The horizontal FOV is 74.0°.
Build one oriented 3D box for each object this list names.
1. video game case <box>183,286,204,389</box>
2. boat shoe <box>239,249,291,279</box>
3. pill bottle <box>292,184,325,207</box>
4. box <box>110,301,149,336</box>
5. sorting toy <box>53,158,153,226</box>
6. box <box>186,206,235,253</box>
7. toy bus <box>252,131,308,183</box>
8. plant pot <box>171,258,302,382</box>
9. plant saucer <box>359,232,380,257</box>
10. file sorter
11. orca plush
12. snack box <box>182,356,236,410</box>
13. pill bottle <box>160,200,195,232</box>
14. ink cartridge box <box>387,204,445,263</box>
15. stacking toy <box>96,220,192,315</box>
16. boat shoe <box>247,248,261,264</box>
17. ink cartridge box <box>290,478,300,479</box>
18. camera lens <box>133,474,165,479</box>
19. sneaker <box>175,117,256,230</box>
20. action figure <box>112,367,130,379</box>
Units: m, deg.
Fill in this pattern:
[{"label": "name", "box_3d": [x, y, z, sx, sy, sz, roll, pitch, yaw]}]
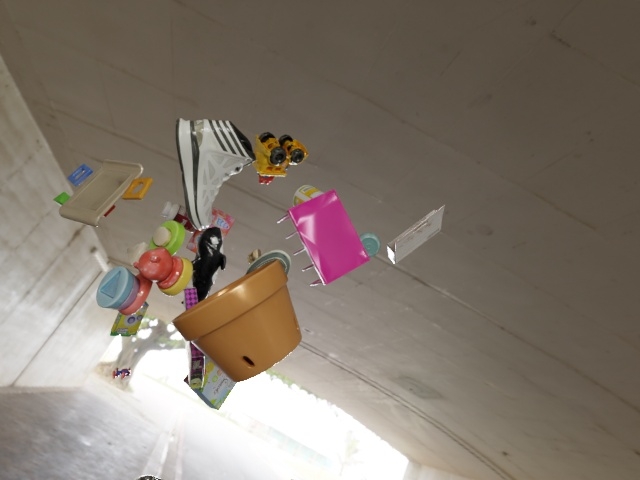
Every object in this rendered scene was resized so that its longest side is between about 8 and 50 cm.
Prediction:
[{"label": "video game case", "box_3d": [-0.383, 0.295, 1.276, 0.042, 0.232, 0.210, -3, -40, -22]}, {"label": "boat shoe", "box_3d": [-0.204, 0.159, 1.253, 0.116, 0.099, 0.319, 42, -73, -15]}, {"label": "pill bottle", "box_3d": [-0.004, -0.143, 1.855, 0.246, 0.136, 0.136, 35, -14, 46]}, {"label": "box", "box_3d": [-0.841, 0.348, 1.862, 0.043, 0.179, 0.105, 32, 8, 39]}, {"label": "sorting toy", "box_3d": [-0.559, -0.120, 1.101, 0.348, 0.196, 0.047, 12, -29, 32]}, {"label": "box", "box_3d": [-0.480, -0.033, 1.876, 0.123, 0.128, 0.257, 30, 19, -11]}, {"label": "toy bus", "box_3d": [-0.191, -0.343, 1.854, 0.149, 0.220, 0.211, 53, -47, 35]}, {"label": "plant pot", "box_3d": [-0.181, 0.203, 1.035, 0.203, 0.291, 0.291, 61, -30, -3]}, {"label": "plant saucer", "box_3d": [0.212, 0.025, 1.887, 0.119, 0.119, 0.021, 35, 6, -13]}, {"label": "file sorter", "box_3d": [0.000, 0.000, 1.574, 0.290, 0.202, 0.182, 63, -27, 0]}, {"label": "orca plush", "box_3d": [-0.405, 0.091, 1.383, 0.151, 0.287, 0.102, 40, 20, 33]}, {"label": "snack box", "box_3d": [-0.388, 0.498, 1.600, 0.070, 0.207, 0.174, -2, -52, 39]}, {"label": "pill bottle", "box_3d": [-0.591, -0.102, 1.796, 0.152, 0.086, 0.086, 30, -23, -27]}, {"label": "ink cartridge box", "box_3d": [0.450, -0.041, 2.017, 0.066, 0.296, 0.261, 50, -10, 27]}, {"label": "stacking toy", "box_3d": [-0.547, 0.060, 1.280, 0.309, 0.279, 0.130, -27, -38, 17]}, {"label": "boat shoe", "box_3d": [-0.272, 0.078, 1.746, 0.059, 0.062, 0.170, -3, -18, -5]}, {"label": "ink cartridge box", "box_3d": [0.020, 0.940, 1.388, 0.270, 0.198, 0.197, 3, -52, 10]}, {"label": "camera lens", "box_3d": [-0.458, 0.756, 1.050, 0.219, 0.274, 0.219, 35, -21, 15]}, {"label": "sneaker", "box_3d": [-0.352, -0.218, 1.502, 0.258, 0.169, 0.447, -6, -44, -13]}, {"label": "action figure", "box_3d": [-0.543, 0.362, 1.165, 0.038, 0.030, 0.115, 7, -16, -15]}]
